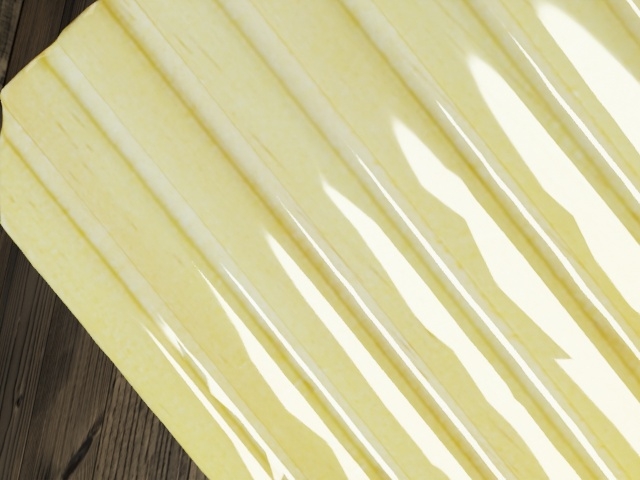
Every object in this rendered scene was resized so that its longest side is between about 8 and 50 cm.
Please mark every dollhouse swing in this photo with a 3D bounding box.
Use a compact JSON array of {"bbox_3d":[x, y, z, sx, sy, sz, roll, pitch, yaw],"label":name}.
[{"bbox_3d":[0.028,0.071,0.563,0.347,0.305,0.315,-35,20,35],"label":"dollhouse swing"}]
